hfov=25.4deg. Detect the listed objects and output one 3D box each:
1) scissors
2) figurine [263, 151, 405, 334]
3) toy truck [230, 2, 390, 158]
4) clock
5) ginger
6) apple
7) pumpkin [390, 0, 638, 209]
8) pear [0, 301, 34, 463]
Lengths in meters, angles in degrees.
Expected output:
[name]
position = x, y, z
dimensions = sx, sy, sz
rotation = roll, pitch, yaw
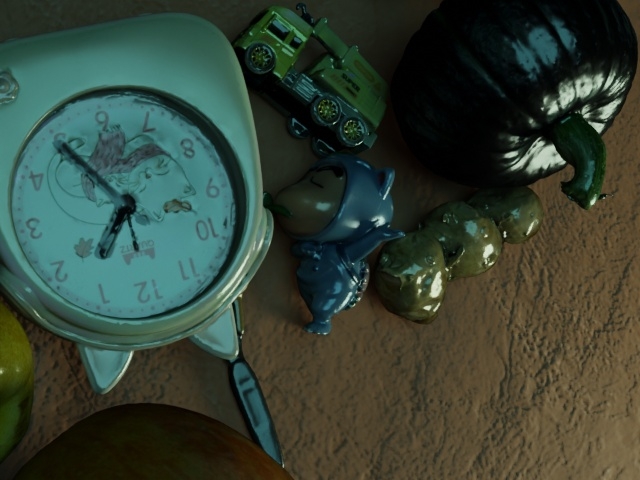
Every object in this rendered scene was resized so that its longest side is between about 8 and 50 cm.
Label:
[scissors]
position = -0.079, 0.121, 1.363
dimensions = 0.088, 0.017, 0.220
rotation = -22, 93, -22
[figurine]
position = -0.005, -0.001, 1.365
dimensions = 0.145, 0.114, 0.178
rotation = 10, 89, -19
[toy truck]
position = -0.008, -0.160, 1.393
dimensions = 0.169, 0.077, 0.100
rotation = 38, 69, -13
[clock]
position = -0.182, -0.032, 1.281
dimensions = 0.265, 0.108, 0.324
rotation = -13, 86, -19
[ginger]
position = 0.140, 0.004, 1.433
dimensions = 0.204, 0.080, 0.104
rotation = -37, 130, -21
[apple]
position = -0.141, 0.267, 1.178
dimensions = 0.302, 0.301, 0.301
rotation = 3, 83, -22
[pumpkin]
position = 0.206, -0.134, 1.374
dimensions = 0.248, 0.248, 0.248
rotation = 3, 83, -22
[pear]
position = -0.343, 0.117, 1.160
dimensions = 0.209, 0.209, 0.208
rotation = 3, 83, -22
